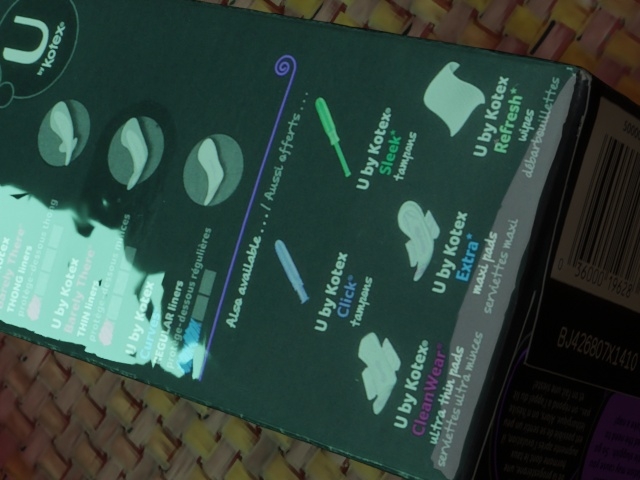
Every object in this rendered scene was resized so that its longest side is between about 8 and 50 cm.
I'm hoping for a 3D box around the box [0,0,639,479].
[{"bbox_3d":[0.000,0.000,0.634,0.270,0.165,0.143,15,86,35],"label":"box"}]
